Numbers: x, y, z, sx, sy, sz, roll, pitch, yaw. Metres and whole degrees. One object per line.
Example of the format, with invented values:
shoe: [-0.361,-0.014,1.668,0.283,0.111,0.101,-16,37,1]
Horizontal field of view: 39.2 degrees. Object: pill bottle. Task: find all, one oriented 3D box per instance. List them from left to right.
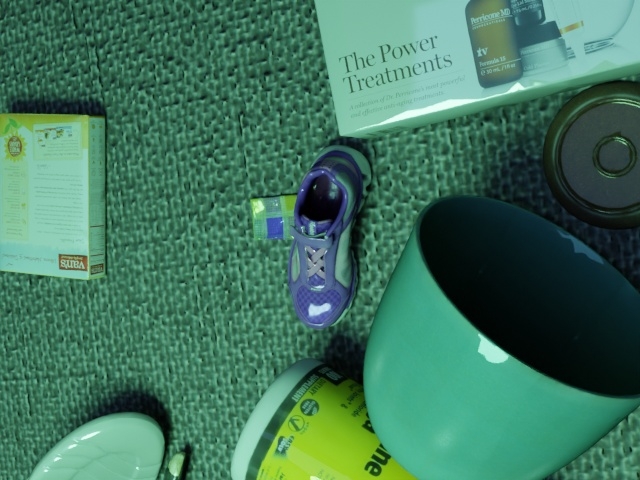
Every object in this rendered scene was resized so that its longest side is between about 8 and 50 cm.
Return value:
pill bottle: [0.075,0.297,1.077,0.334,0.188,0.188,28,106,19]

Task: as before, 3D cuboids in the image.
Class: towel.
towel: [-0.055,-0.030,1.202,0.083,0.009,0.060,-1,95,24]

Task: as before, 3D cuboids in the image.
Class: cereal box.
cereal box: [-0.399,-0.067,1.333,0.173,0.047,0.240,5,98,24]

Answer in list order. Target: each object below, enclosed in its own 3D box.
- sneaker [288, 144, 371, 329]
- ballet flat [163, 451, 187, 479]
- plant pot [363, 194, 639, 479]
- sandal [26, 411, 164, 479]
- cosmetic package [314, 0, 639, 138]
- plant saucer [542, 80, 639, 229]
sneaker: [0.000,0.000,1.124,0.095,0.104,0.237,10,101,12]
ballet flat: [-0.235,0.374,1.294,0.049,0.057,0.173,27,108,3]
plant pot: [0.179,0.132,0.970,0.293,0.293,0.235,40,124,16]
sandal: [-0.379,0.388,1.334,0.416,0.169,0.102,-55,33,19]
cosmetic package: [0.179,-0.295,1.025,0.377,0.097,0.285,-11,87,25]
plant saucer: [0.332,-0.095,1.010,0.168,0.029,0.169,2,95,24]
